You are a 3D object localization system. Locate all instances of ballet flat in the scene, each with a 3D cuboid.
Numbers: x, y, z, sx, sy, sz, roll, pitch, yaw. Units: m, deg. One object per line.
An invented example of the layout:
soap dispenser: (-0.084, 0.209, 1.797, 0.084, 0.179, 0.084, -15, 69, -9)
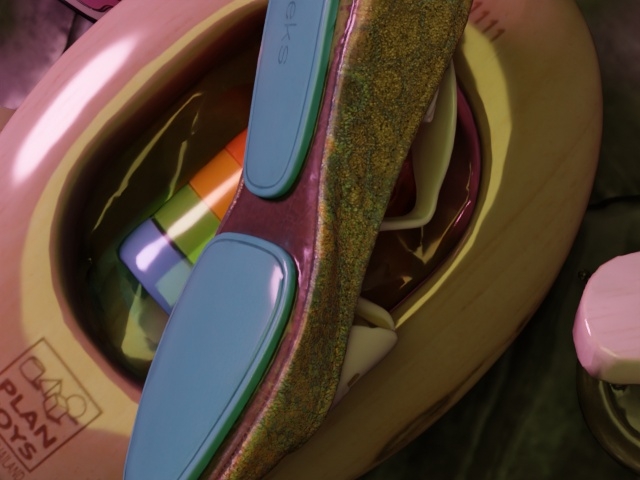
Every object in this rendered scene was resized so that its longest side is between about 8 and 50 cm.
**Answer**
ballet flat: (0.000, 0.000, 0.806, 0.123, 0.123, 0.349, 17, 91, 12)

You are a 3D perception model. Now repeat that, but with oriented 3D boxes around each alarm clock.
alarm clock: (0.224, 0.103, 0.938, 0.129, 0.064, 0.192, -9, 83, 8)

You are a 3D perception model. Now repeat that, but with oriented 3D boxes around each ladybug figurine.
ladybug figurine: (-0.034, -0.007, 0.937, 0.449, 0.162, 0.305, -39, 87, 1)

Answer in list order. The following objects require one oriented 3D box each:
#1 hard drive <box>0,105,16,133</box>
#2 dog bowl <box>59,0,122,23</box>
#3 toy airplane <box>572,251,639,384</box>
hard drive: (-0.301, 0.073, 0.896, 0.047, 0.233, 0.353, 8, 86, 40)
dog bowl: (-0.068, -0.337, 1.014, 0.408, 0.150, 0.408, -2, 80, 10)
toy airplane: (0.378, 0.030, 0.811, 0.384, 0.272, 0.386, 40, 71, 3)
